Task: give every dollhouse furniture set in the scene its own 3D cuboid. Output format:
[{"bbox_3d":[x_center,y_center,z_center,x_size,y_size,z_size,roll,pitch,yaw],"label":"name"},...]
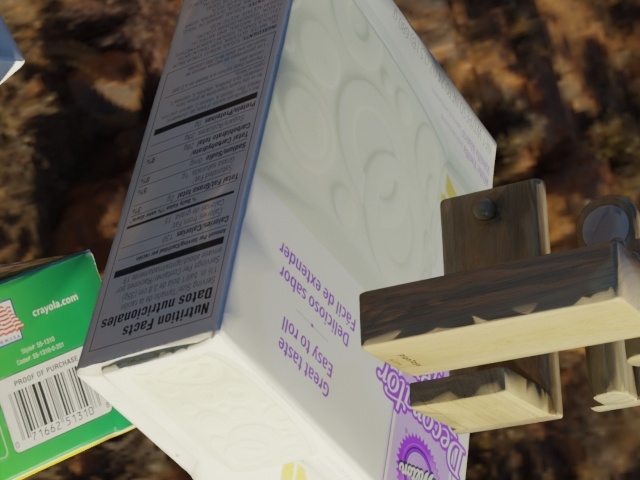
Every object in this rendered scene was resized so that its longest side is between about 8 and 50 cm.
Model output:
[{"bbox_3d":[0.090,0.002,0.723,0.151,0.144,0.123,31,52,-54],"label":"dollhouse furniture set"}]

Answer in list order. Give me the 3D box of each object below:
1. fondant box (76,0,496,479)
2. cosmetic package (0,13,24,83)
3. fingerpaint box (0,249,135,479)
[{"bbox_3d":[0.000,0.000,0.933,0.238,0.096,0.330,48,38,-37],"label":"fondant box"},{"bbox_3d":[-0.553,-0.237,1.448,0.327,0.329,0.394,-1,58,-59],"label":"cosmetic package"},{"bbox_3d":[-0.435,0.154,1.291,0.445,0.371,0.163,-22,99,-39],"label":"fingerpaint box"}]
